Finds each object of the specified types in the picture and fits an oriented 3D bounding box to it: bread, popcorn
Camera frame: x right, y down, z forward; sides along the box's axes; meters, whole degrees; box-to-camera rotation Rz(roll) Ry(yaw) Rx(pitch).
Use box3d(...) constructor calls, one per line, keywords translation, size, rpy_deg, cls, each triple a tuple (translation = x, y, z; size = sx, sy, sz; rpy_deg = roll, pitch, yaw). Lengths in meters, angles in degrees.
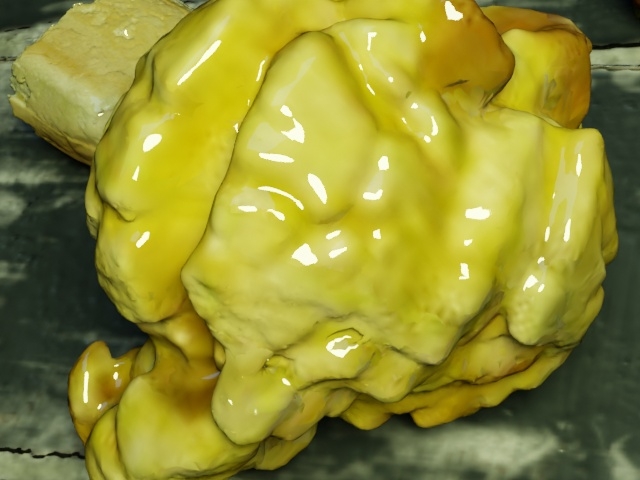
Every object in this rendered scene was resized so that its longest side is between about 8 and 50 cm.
box3d(translation=(-0.127, -0.100, 1.007), size=(0.125, 0.082, 0.106), rpy_deg=(-35, 59, -27), cls="bread")
box3d(translation=(0.000, 0.000, 0.765), size=(0.332, 0.265, 0.225), rpy_deg=(-43, 54, 3), cls="popcorn")

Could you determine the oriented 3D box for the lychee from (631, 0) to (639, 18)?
box3d(translation=(0.221, -0.185, 0.965), size=(0.101, 0.140, 0.114), rpy_deg=(-26, 86, -12), cls="lychee")
